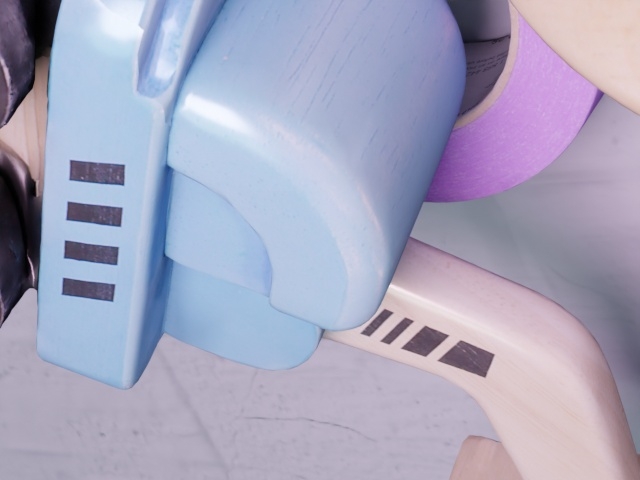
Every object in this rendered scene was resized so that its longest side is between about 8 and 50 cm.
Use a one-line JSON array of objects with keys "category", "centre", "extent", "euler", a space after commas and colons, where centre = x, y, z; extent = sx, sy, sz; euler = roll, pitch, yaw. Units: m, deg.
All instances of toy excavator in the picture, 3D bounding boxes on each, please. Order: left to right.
[{"category": "toy excavator", "centre": [0.000, 0.000, 0.899], "extent": [0.445, 0.222, 0.433], "euler": [21, 141, 7]}]

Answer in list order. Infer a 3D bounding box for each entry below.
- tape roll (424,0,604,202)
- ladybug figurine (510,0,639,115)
[{"category": "tape roll", "centre": [0.032, -0.153, 0.936], "extent": [0.275, 0.090, 0.275], "euler": [21, 140, 19]}, {"category": "ladybug figurine", "centre": [0.269, -0.139, 0.639], "extent": [0.449, 0.305, 0.162], "euler": [9, 166, 34]}]
